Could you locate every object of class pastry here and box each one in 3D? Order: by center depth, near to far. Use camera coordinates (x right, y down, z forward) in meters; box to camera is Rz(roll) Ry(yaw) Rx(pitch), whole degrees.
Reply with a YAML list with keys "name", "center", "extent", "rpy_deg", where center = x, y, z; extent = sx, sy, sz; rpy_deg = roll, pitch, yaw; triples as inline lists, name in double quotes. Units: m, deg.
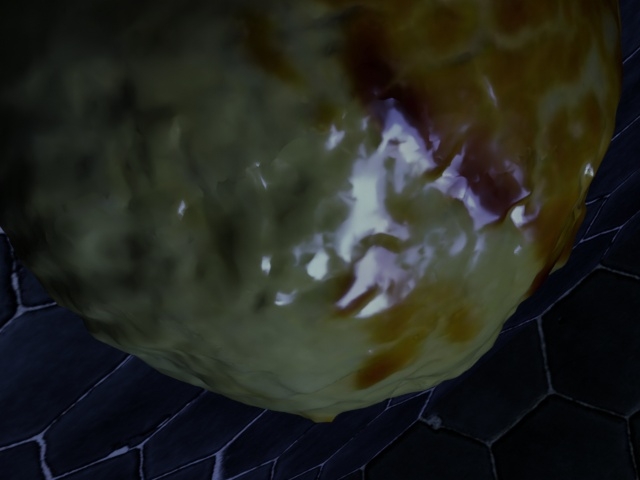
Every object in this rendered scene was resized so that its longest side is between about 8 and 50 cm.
- name: "pastry"
  center: [0.004, -0.102, 0.732]
  extent: [0.312, 0.388, 0.388]
  rpy_deg: [-19, 174, 34]
